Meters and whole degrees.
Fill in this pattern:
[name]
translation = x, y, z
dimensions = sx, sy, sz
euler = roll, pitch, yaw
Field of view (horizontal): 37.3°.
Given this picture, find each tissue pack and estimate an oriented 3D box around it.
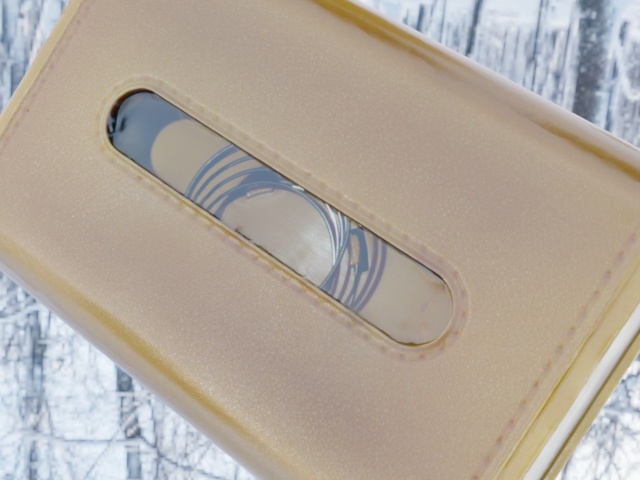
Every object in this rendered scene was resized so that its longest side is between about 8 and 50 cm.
[tissue pack]
translation = 0.000, 0.000, 0.429
dimensions = 0.274, 0.194, 0.145
euler = 33, -176, 23
